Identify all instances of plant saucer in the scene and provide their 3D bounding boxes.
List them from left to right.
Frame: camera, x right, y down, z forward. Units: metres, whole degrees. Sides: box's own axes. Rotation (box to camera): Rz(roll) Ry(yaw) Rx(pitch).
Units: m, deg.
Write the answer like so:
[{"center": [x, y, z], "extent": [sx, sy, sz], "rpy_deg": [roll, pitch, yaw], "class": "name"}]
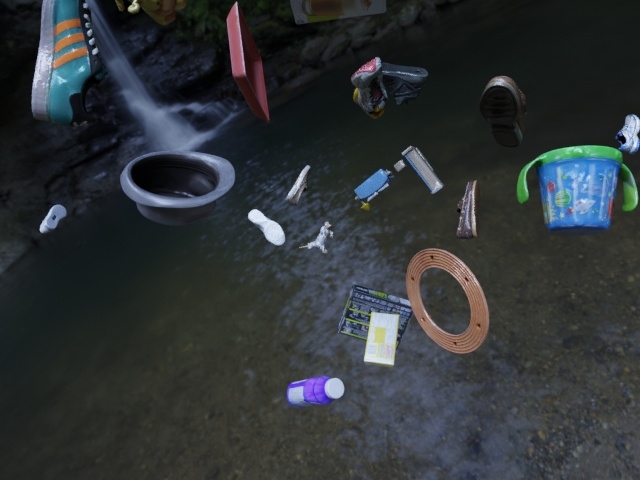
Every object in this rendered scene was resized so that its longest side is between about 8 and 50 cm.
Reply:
[{"center": [-0.222, -0.527, 1.422], "extent": [0.047, 0.259, 0.259], "rpy_deg": [-11, -18, 7], "class": "plant saucer"}]

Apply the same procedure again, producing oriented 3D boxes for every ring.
[{"center": [0.387, 0.184, 1.440], "extent": [0.032, 0.337, 0.336], "rpy_deg": [-17, 17, -27], "class": "ring"}]

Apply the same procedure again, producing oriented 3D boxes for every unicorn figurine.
[{"center": [0.000, 0.000, 1.795], "extent": [0.162, 0.060, 0.111], "rpy_deg": [-54, 28, 11], "class": "unicorn figurine"}]

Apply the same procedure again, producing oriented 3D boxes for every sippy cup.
[{"center": [0.753, -0.134, 1.375], "extent": [0.305, 0.240, 0.224], "rpy_deg": [-1, 80, 32], "class": "sippy cup"}]

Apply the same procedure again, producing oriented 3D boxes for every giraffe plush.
[{"center": [-0.434, -0.646, 1.204], "extent": [0.210, 0.182, 0.170], "rpy_deg": [-3, 34, -30], "class": "giraffe plush"}]

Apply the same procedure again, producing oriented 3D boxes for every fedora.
[{"center": [-0.359, -0.122, 1.194], "extent": [0.275, 0.125, 0.244], "rpy_deg": [-2, 43, -17], "class": "fedora"}]

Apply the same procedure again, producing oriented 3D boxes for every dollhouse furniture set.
[{"center": [0.321, -0.210, 1.915], "extent": [0.303, 0.198, 0.286], "rpy_deg": [-37, -4, 19], "class": "dollhouse furniture set"}]

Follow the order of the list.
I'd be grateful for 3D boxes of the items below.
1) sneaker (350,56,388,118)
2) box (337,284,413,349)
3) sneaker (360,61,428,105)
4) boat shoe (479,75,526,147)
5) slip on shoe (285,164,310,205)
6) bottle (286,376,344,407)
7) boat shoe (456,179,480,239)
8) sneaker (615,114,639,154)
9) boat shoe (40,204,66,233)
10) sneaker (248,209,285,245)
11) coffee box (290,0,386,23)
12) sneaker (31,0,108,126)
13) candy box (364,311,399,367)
[{"center": [0.140, -0.391, 1.211], "extent": [0.088, 0.093, 0.225], "rpy_deg": [-36, -10, 2], "class": "sneaker"}, {"center": [0.231, 0.323, 1.969], "extent": [0.269, 0.217, 0.060], "rpy_deg": [16, 21, -4], "class": "box"}, {"center": [0.243, -0.533, 1.602], "extent": [0.227, 0.130, 0.087], "rpy_deg": [12, 44, 7], "class": "sneaker"}, {"center": [0.541, -0.394, 1.370], "extent": [0.110, 0.307, 0.105], "rpy_deg": [16, 78, 29], "class": "boat shoe"}, {"center": [-0.057, -0.163, 1.392], "extent": [0.136, 0.041, 0.051], "rpy_deg": [-62, 7, -29], "class": "slip on shoe"}, {"center": [-0.016, 0.545, 1.684], "extent": [0.282, 0.118, 0.092], "rpy_deg": [-34, 45, 52], "class": "bottle"}, {"center": [0.476, -0.101, 1.515], "extent": [0.073, 0.073, 0.207], "rpy_deg": [-5, 60, 35], "class": "boat shoe"}, {"center": [0.953, -0.334, 1.453], "extent": [0.057, 0.052, 0.136], "rpy_deg": [8, 70, 10], "class": "sneaker"}, {"center": [-0.637, -0.049, 1.111], "extent": [0.035, 0.035, 0.100], "rpy_deg": [-31, 34, 13], "class": "boat shoe"}, {"center": [-0.222, -0.051, 2.045], "extent": [0.080, 0.094, 0.212], "rpy_deg": [-44, 70, -5], "class": "sneaker"}, {"center": [0.048, -0.994, 1.556], "extent": [0.333, 0.339, 0.338], "rpy_deg": [-4, -14, 5], "class": "coffee box"}, {"center": [-0.479, -0.377, 0.926], "extent": [0.120, 0.303, 0.108], "rpy_deg": [9, 8, -18], "class": "sneaker"}, {"center": [0.222, 0.353, 1.684], "extent": [0.105, 0.027, 0.206], "rpy_deg": [6, 49, 12], "class": "candy box"}]
